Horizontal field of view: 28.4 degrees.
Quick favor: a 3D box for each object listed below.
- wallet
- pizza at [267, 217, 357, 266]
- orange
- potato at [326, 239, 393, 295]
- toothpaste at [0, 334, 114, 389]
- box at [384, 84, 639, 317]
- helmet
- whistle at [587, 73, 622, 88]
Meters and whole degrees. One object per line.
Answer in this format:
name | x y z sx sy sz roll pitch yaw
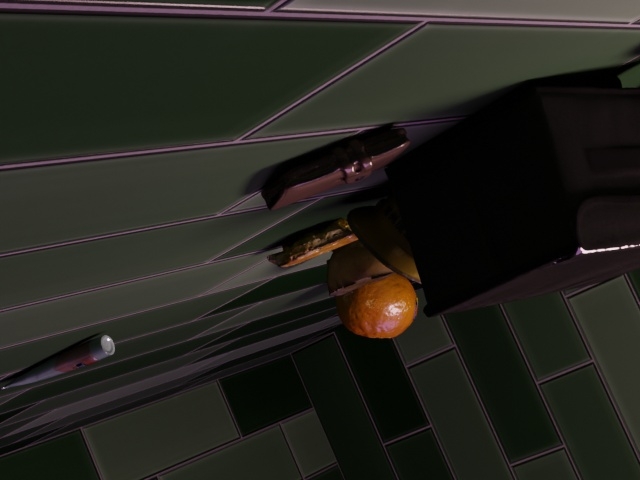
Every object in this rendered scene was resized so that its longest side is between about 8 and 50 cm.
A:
wallet | 0.018 -0.076 1.362 0.153 0.038 0.118 -20 174 -16
pizza | 0.000 -0.001 1.856 0.160 0.035 0.099 -21 173 -22
orange | 0.121 0.133 2.708 0.178 0.155 0.177 5 -164 -2
potato | 0.071 0.027 2.048 0.243 0.098 0.138 -22 172 42
toothpaste | -0.415 0.198 1.999 0.205 0.036 0.056 -23 176 25
box | 0.298 -0.051 1.597 0.345 0.204 0.251 -6 164 -45
helmet | 0.178 -0.030 1.753 0.257 0.205 0.140 14 118 -45
whistle | 0.334 -0.173 1.675 0.033 0.033 0.176 -19 171 -33
